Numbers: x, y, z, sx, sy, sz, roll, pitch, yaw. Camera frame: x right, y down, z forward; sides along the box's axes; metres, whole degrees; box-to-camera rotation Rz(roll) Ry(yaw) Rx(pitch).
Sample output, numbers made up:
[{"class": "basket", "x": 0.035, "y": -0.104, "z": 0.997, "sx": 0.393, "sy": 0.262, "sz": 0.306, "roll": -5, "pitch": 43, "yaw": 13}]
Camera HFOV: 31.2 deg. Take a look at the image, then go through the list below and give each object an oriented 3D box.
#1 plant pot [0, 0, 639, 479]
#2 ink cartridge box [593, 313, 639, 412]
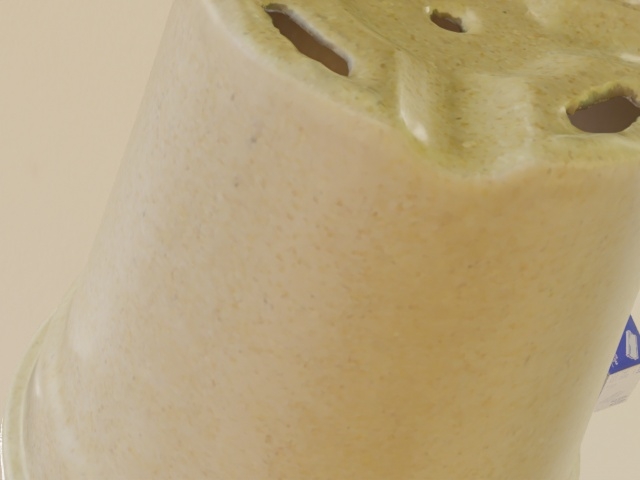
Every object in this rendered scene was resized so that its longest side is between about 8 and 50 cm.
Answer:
[{"class": "plant pot", "x": 0.024, "y": 0.008, "z": 0.563, "sx": 0.334, "sy": 0.333, "sz": 0.305, "roll": 5, "pitch": -48, "yaw": -15}, {"class": "ink cartridge box", "x": 0.287, "y": 0.109, "z": 1.174, "sx": 0.046, "sy": 0.097, "sz": 0.207, "roll": -20, "pitch": -19, "yaw": 2}]
